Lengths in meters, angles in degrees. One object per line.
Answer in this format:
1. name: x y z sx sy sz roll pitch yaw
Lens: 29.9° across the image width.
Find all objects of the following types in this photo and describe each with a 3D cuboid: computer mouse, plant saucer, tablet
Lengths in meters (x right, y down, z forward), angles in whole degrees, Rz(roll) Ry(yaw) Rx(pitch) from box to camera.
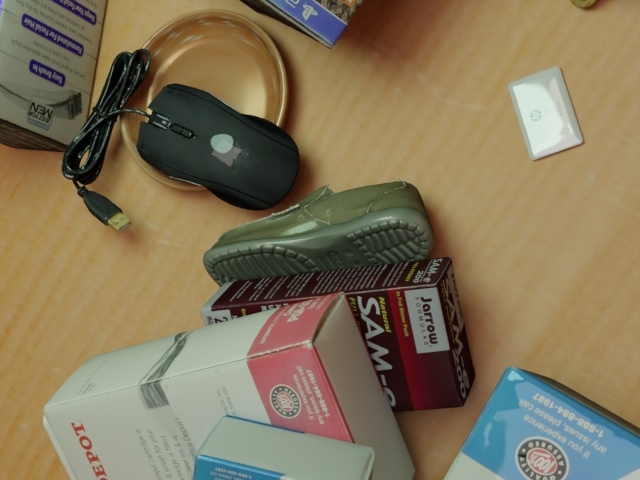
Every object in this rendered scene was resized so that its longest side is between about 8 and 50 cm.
1. computer mouse: -0.161 -0.081 1.247 0.262 0.060 0.184 32 93 23
2. plant saucer: -0.122 -0.149 1.295 0.200 0.037 0.200 -3 81 21
3. tablet: 0.220 -0.125 1.176 0.054 0.006 0.083 -19 75 18

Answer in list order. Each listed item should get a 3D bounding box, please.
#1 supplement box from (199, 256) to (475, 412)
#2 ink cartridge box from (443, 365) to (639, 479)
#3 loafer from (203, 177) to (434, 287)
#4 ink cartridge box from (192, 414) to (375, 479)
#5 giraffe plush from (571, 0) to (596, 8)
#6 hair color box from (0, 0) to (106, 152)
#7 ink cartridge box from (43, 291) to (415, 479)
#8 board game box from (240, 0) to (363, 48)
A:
1. supplement box: 0.017 0.099 1.157 0.239 0.073 0.130 -8 107 20
2. ink cartridge box: 0.202 0.349 1.021 0.285 0.166 0.395 30 92 23
3. loafer: 0.000 0.000 1.209 0.251 0.094 0.087 -11 39 23
4. ink cartridge box: -0.038 0.261 1.018 0.139 0.082 0.191 12 113 9
5. giraffe plush: 0.249 -0.316 1.133 0.210 0.181 0.170 -19 84 -18
6. hair color box: -0.324 -0.281 1.315 0.110 0.185 0.339 4 82 22
7. ink cartridge box: -0.083 0.186 1.116 0.283 0.117 0.207 -15 108 22
8. board game box: -0.002 -0.363 1.168 0.291 0.141 0.232 -57 28 4
